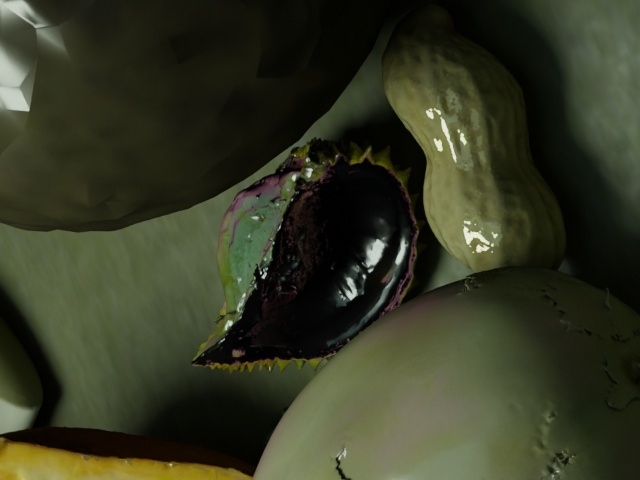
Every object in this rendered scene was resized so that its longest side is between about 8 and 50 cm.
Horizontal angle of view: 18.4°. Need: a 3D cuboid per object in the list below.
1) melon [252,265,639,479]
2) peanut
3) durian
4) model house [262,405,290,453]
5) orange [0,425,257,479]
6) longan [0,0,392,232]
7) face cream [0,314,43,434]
[{"bbox_3d":[0.083,0.148,1.149,0.317,0.223,0.223,-47,70,34],"label":"melon"},{"bbox_3d":[0.091,-0.056,1.201,0.082,0.082,0.187,-24,83,38],"label":"peanut"},{"bbox_3d":[-0.002,-0.002,1.287,0.186,0.119,0.108,-62,25,24],"label":"durian"},{"bbox_3d":[0.003,0.136,1.323,0.083,0.066,0.078,-26,93,56],"label":"model house"},{"bbox_3d":[-0.154,0.247,1.319,0.274,0.310,0.274,17,110,58],"label":"orange"},{"bbox_3d":[-0.146,-0.199,1.167,0.391,0.391,0.391,8,103,37],"label":"longan"},{"bbox_3d":[-0.325,0.190,1.563,0.173,0.081,0.348,36,119,21],"label":"face cream"}]
